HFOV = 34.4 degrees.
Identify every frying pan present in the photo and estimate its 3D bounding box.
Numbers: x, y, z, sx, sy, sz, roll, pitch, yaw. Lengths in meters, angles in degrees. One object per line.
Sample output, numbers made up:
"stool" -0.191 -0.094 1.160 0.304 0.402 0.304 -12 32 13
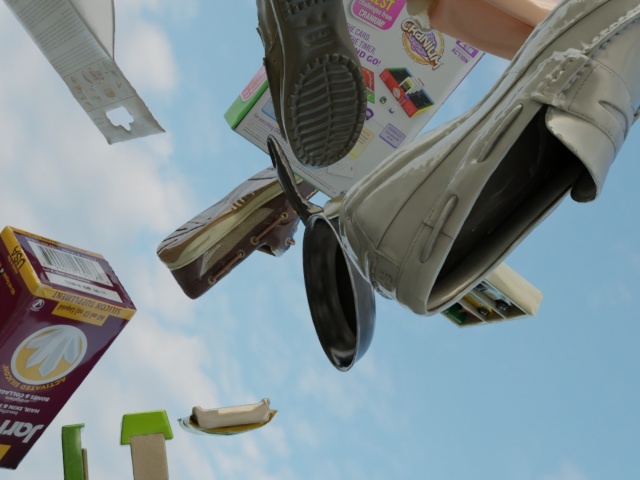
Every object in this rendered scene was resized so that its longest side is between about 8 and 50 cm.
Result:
"frying pan" -0.001 0.025 1.316 0.326 0.053 0.197 -119 -155 -48

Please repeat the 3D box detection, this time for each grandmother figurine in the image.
"grandmother figurine" 0.245 -0.195 1.009 0.342 0.207 0.104 30 -11 34

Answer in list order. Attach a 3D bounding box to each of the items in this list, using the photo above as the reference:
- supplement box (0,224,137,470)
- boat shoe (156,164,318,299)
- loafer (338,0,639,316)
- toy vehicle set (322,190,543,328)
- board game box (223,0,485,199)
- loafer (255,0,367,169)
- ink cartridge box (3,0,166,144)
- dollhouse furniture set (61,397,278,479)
"supplement box" -0.255 0.092 0.852 0.188 0.104 0.081 -51 -130 14
"boat shoe" -0.096 -0.027 1.670 0.123 0.342 0.123 9 -49 62
"loafer" 0.158 -0.070 0.690 0.319 0.112 0.111 -42 -134 1
"toy vehicle set" 0.139 0.021 1.346 0.267 0.035 0.166 36 -24 -16
"board game box" 0.053 -0.227 1.481 0.316 0.242 0.064 -50 -150 10
"loafer" -0.008 -0.114 0.623 0.050 0.056 0.148 -127 -153 -56
"ink cartridge box" -0.222 -0.198 0.958 0.224 0.056 0.181 53 -20 -18
"dollhouse furniture set" -0.106 0.153 0.736 0.076 0.152 0.058 134 -50 -67
